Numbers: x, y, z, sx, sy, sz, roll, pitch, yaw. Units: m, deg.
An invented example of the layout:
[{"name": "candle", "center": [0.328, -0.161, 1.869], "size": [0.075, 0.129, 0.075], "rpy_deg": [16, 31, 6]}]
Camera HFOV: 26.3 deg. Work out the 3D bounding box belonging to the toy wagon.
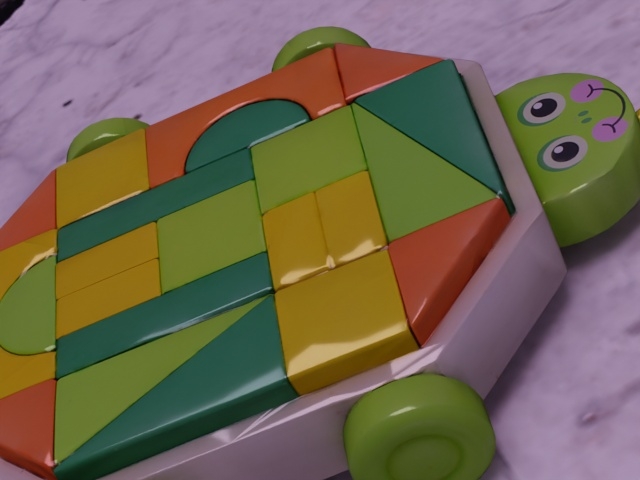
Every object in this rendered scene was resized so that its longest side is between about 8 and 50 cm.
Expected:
[{"name": "toy wagon", "center": [0.000, 0.000, 0.596], "size": [0.344, 0.068, 0.267], "rpy_deg": [-23, 40, 9]}]
